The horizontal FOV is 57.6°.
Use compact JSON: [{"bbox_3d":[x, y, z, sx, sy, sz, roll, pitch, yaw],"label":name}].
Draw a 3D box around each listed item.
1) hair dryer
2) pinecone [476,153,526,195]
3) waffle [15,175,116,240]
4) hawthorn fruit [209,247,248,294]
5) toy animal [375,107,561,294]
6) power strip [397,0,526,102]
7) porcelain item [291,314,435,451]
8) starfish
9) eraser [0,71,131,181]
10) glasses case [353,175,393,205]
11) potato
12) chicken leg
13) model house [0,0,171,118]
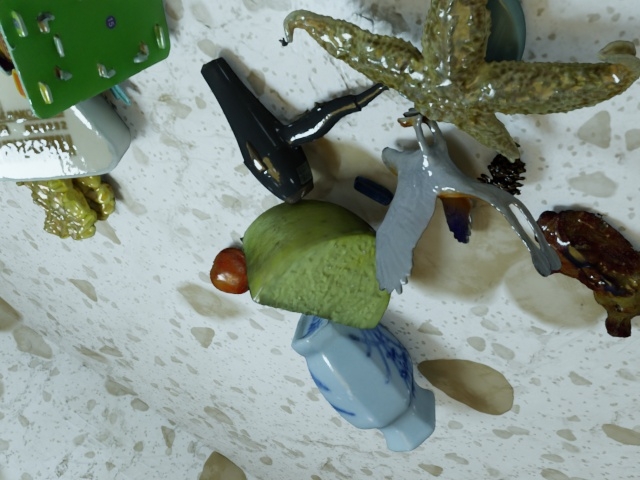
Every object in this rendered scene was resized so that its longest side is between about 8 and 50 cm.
[{"bbox_3d":[-0.026,-0.245,1.040,0.359,0.120,0.304,-22,105,34],"label":"hair dryer"},{"bbox_3d":[0.306,-0.105,0.974,0.077,0.077,0.083,28,111,2],"label":"pinecone"},{"bbox_3d":[-0.694,-0.151,1.502,0.261,0.151,0.324,-12,129,37],"label":"waffle"},{"bbox_3d":[-0.223,0.080,1.487,0.128,0.128,0.128,18,141,15],"label":"hawthorn fruit"},{"bbox_3d":[0.206,-0.078,0.938,0.284,0.225,0.302,-9,103,59],"label":"toy animal"},{"bbox_3d":[0.211,-0.292,0.838,0.167,0.054,0.253,22,142,6],"label":"power strip"},{"bbox_3d":[0.115,0.326,1.450,0.178,0.242,0.405,-33,108,25],"label":"porcelain item"},{"bbox_3d":[0.178,-0.268,0.783,0.432,0.082,0.324,35,146,-6],"label":"starfish"},{"bbox_3d":[-0.620,-0.244,1.250,0.331,0.150,0.331,-1,120,-2],"label":"eraser"},{"bbox_3d":[0.104,-0.099,1.145,0.083,0.023,0.033,29,147,4],"label":"glasses case"},{"bbox_3d":[0.000,0.000,1.172,0.330,0.280,0.213,21,113,-40],"label":"potato"},{"bbox_3d":[0.494,0.066,1.046,0.322,0.083,0.177,38,150,-8],"label":"chicken leg"},{"bbox_3d":[-0.481,-0.347,1.040,0.323,0.300,0.340,24,137,25],"label":"model house"}]
